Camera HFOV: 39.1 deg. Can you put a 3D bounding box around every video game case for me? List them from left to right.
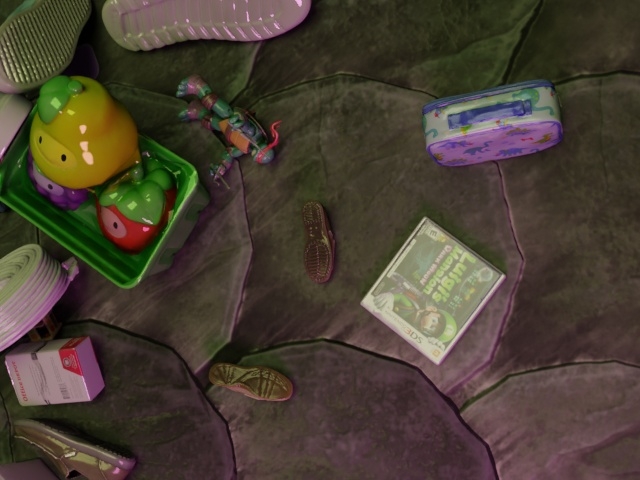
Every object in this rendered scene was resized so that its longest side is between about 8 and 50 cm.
[{"bbox_3d":[0.189,0.084,1.523,0.173,0.022,0.190,38,95,18],"label":"video game case"}]

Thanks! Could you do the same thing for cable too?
[{"bbox_3d":[-0.587,0.117,1.655,0.257,0.257,0.089,-26,116,16],"label":"cable"}]

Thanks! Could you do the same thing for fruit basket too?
[{"bbox_3d":[-0.399,-0.122,1.556,0.392,0.392,0.283,32,93,19],"label":"fruit basket"}]

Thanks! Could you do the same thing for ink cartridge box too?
[{"bbox_3d":[-0.590,0.512,1.642,0.093,0.154,0.212,41,95,16],"label":"ink cartridge box"},{"bbox_3d":[-0.494,0.244,1.676,0.150,0.063,0.109,-7,107,17],"label":"ink cartridge box"}]

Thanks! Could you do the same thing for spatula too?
[{"bbox_3d":[-0.579,-0.299,1.809,0.296,0.030,0.084,-25,78,13],"label":"spatula"}]

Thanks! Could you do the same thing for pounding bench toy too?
[{"bbox_3d":[-0.531,0.152,1.727,0.052,0.083,0.065,-14,116,16],"label":"pounding bench toy"}]

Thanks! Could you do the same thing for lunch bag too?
[{"bbox_3d":[0.278,-0.189,1.449,0.219,0.176,0.090,-10,80,17],"label":"lunch bag"}]

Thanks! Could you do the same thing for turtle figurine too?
[{"bbox_3d":[-0.162,-0.191,1.624,0.234,0.118,0.175,43,137,19],"label":"turtle figurine"}]

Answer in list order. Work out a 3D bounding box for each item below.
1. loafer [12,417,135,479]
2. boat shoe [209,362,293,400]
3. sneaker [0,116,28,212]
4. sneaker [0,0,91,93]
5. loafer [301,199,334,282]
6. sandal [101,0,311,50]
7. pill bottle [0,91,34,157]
[{"bbox_3d":[-0.464,0.393,1.650,0.251,0.094,0.087,18,84,19],"label":"loafer"},{"bbox_3d":[-0.120,0.251,1.592,0.153,0.048,0.056,7,73,12],"label":"boat shoe"},{"bbox_3d":[-0.623,-0.164,1.781,0.087,0.083,0.221,3,95,-9],"label":"sneaker"},{"bbox_3d":[-0.546,-0.361,1.689,0.150,0.366,0.135,-31,115,30],"label":"sneaker"},{"bbox_3d":[0.000,0.000,1.581,0.056,0.050,0.148,0,99,21],"label":"loafer"},{"bbox_3d":[-0.216,-0.457,1.674,0.416,0.169,0.102,-3,42,17],"label":"sandal"},{"bbox_3d":[-0.720,-0.274,1.614,0.363,0.210,0.210,32,94,-18],"label":"pill bottle"}]
